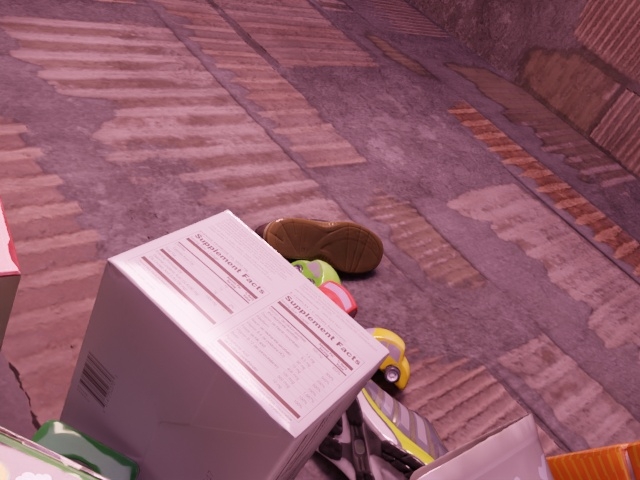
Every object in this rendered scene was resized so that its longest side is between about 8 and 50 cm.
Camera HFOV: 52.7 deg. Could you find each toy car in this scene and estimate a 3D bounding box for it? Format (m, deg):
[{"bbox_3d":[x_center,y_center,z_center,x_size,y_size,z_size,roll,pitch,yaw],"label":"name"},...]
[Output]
[{"bbox_3d":[0.023,0.084,0.888,0.239,0.053,0.225,44,2,-40],"label":"toy car"}]

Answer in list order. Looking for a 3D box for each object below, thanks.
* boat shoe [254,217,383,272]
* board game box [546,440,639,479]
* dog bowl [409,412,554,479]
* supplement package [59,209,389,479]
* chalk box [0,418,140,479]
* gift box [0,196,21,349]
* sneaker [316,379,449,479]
[{"bbox_3d":[-0.001,0.001,1.019,0.223,0.080,0.073,9,5,-35],"label":"boat shoe"},{"bbox_3d":[0.405,0.315,0.466,0.356,0.356,0.356,1,66,-20],"label":"board game box"},{"bbox_3d":[0.033,0.259,0.493,0.349,0.349,0.102,-10,63,-43],"label":"dog bowl"},{"bbox_3d":[-0.103,0.145,0.592,0.204,0.262,0.145,40,35,16],"label":"supplement package"},{"bbox_3d":[-0.230,0.256,0.436,0.180,0.179,0.289,27,33,-1],"label":"chalk box"},{"bbox_3d":[-0.403,0.012,0.548,0.255,0.258,0.276,-1,51,-36],"label":"gift box"},{"bbox_3d":[0.061,0.224,0.773,0.300,0.111,0.121,48,20,26],"label":"sneaker"}]
